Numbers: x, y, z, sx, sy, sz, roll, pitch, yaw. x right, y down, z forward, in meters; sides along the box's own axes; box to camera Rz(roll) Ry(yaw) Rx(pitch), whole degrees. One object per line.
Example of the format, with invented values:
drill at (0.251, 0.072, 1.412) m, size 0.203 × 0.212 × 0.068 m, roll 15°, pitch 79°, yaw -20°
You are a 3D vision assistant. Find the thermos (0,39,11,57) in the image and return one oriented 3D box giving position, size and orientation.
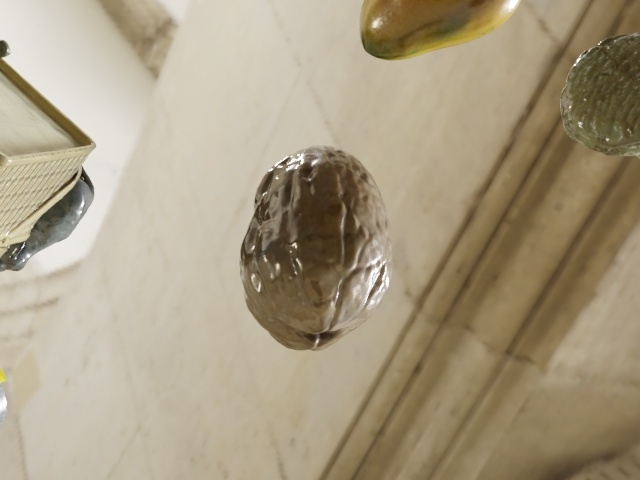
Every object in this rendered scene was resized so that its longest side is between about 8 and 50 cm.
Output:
thermos at (-0.403, -0.143, 1.288) m, size 0.146 × 0.176 × 0.265 m, roll 39°, pitch -146°, yaw 3°

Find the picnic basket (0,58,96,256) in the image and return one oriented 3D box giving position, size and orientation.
picnic basket at (-0.434, -0.107, 1.710) m, size 0.228 × 0.175 × 0.313 m, roll 42°, pitch -167°, yaw 4°

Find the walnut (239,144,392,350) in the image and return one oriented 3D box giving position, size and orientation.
walnut at (-0.002, 0.000, 1.539) m, size 0.178 × 0.178 × 0.230 m, roll 14°, pitch -123°, yaw -20°

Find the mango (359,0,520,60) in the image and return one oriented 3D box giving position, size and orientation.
mango at (0.109, -0.229, 1.328) m, size 0.163 × 0.089 × 0.111 m, roll -15°, pitch -122°, yaw 7°

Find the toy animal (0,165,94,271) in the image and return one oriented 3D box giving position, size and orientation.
toy animal at (-0.423, -0.025, 1.976) m, size 0.137 × 0.082 × 0.269 m, roll 44°, pitch -109°, yaw 7°

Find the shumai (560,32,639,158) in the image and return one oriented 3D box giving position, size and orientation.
shumai at (0.241, -0.096, 1.088) m, size 0.124 × 0.087 × 0.099 m, roll -9°, pitch -121°, yaw 5°

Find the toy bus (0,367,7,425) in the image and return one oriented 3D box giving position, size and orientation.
toy bus at (-0.379, 0.136, 1.053) m, size 0.144 × 0.330 × 0.152 m, roll -29°, pitch -91°, yaw -53°
